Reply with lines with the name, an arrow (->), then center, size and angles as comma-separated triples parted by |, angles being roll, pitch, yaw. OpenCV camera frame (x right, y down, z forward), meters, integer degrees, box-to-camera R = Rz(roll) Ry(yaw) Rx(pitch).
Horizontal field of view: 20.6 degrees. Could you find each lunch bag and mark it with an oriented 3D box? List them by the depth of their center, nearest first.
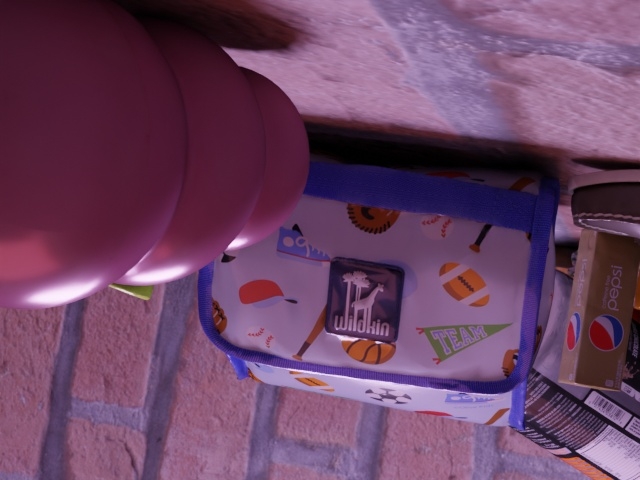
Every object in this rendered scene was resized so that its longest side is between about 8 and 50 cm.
lunch bag -> 0.061, 0.031, 1.698 | 0.327, 0.239, 0.385 | 9, 159, 7

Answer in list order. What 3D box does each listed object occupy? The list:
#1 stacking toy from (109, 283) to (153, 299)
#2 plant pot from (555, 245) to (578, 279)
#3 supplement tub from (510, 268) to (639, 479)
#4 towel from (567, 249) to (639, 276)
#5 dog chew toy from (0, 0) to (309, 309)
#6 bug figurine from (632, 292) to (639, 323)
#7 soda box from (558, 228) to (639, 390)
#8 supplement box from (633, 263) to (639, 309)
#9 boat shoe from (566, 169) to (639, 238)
stacking toy -> -0.313, -0.054, 1.926 | 0.279, 0.130, 0.309 | 24, 177, -41
plant pot -> 0.335, 0.033, 2.370 | 0.236, 0.032, 0.236 | 9, 176, 1
supplement tub -> 0.369, 0.200, 2.291 | 0.338, 0.207, 0.207 | 33, 167, -20
towel -> 0.461, 0.032, 2.108 | 0.247, 0.038, 0.325 | 8, 174, -12
dog chew toy -> -0.131, -0.060, 1.144 | 0.206, 0.207, 0.332 | 5, -177, 38
bug figurine -> 0.393, 0.101, 2.448 | 0.216, 0.072, 0.279 | 9, 176, -5
soda box -> 0.318, 0.077, 1.995 | 0.058, 0.181, 0.061 | 10, 175, -10
supplement box -> 0.376, 0.006, 1.327 | 0.194, 0.129, 0.191 | 11, 175, -28
boat shoe -> 0.359, -0.001, 1.508 | 0.305, 0.091, 0.109 | 8, 175, 3
